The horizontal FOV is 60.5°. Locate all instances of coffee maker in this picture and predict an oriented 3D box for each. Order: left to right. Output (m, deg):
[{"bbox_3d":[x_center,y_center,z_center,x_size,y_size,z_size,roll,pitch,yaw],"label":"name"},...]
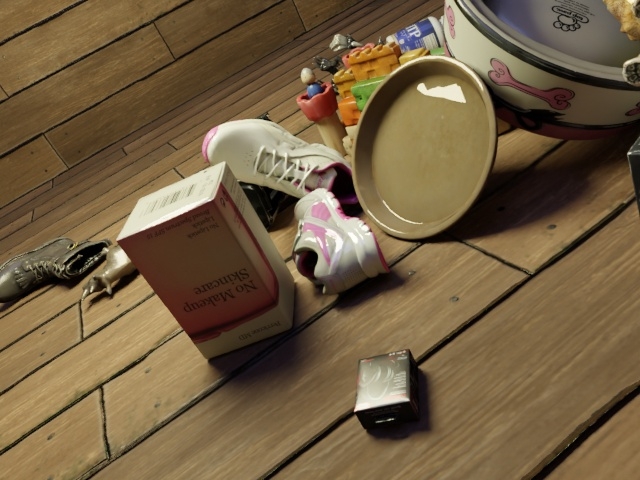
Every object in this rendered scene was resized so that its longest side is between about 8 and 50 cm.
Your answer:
[{"bbox_3d":[-0.123,-0.131,1.103,0.120,0.171,0.178,-26,21,38],"label":"coffee maker"}]

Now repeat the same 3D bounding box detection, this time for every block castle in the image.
[{"bbox_3d":[0.193,-0.344,1.139,0.454,0.212,0.303,0,39,41],"label":"block castle"}]

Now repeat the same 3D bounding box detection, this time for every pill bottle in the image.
[{"bbox_3d":[0.284,-0.540,1.494,0.187,0.112,0.112,-24,28,7],"label":"pill bottle"}]

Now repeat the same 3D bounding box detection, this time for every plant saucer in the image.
[{"bbox_3d":[0.154,-0.138,0.838,0.041,0.277,0.278,3,6,-39],"label":"plant saucer"}]

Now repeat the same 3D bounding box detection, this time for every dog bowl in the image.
[{"bbox_3d":[0.373,-0.323,0.830,0.409,0.150,0.407,3,58,-4],"label":"dog bowl"}]

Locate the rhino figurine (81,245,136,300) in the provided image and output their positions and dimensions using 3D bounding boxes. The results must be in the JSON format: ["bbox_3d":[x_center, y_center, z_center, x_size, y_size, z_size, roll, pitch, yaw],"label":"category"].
[{"bbox_3d":[-0.431,0.042,1.193,0.106,0.073,0.243,-4,37,42],"label":"rhino figurine"}]

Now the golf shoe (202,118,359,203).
[{"bbox_3d":[-0.050,-0.132,0.961,0.306,0.115,0.140,8,19,-33],"label":"golf shoe"}]

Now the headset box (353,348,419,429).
[{"bbox_3d":[0.072,0.162,0.589,0.062,0.032,0.083,-17,28,19],"label":"headset box"}]

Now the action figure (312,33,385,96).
[{"bbox_3d":[0.082,-0.470,1.512,0.141,0.163,0.276,-1,3,-37],"label":"action figure"}]

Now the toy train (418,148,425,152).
[{"bbox_3d":[0.153,-0.137,0.951,0.166,0.125,0.046,32,102,54],"label":"toy train"}]

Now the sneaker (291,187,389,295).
[{"bbox_3d":[0.000,0.000,0.849,0.111,0.102,0.252,-30,27,-8],"label":"sneaker"}]

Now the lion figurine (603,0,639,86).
[{"bbox_3d":[0.474,-0.265,0.564,0.240,0.142,0.392,-39,39,-27],"label":"lion figurine"}]

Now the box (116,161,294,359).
[{"bbox_3d":[-0.152,0.032,0.789,0.149,0.232,0.126,-22,29,11],"label":"box"}]

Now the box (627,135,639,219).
[{"bbox_3d":[0.456,-0.099,0.571,0.247,0.142,0.163,-43,30,-28],"label":"box"}]

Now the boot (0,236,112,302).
[{"bbox_3d":[-0.660,0.065,1.336,0.229,0.091,0.263,4,39,46],"label":"boot"}]
